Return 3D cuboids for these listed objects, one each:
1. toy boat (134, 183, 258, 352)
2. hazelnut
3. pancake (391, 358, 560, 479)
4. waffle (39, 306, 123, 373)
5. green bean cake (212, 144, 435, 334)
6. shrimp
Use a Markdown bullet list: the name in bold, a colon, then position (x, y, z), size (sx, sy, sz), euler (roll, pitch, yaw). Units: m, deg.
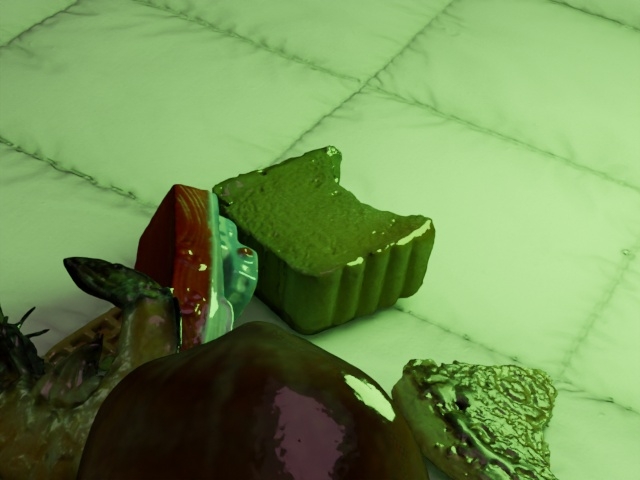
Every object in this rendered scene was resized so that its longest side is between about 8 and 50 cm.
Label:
- **toy boat**: position (-0.141, 0.077, 1.769), size (0.133, 0.145, 0.332), euler (25, 30, -19)
- **hazelnut**: position (-0.058, 0.269, 1.401), size (0.366, 0.366, 0.366), euler (6, 36, -4)
- **pancake**: position (0.212, 0.220, 1.784), size (0.266, 0.057, 0.244), euler (38, 36, 28)
- **waffle**: position (-0.256, 0.146, 1.788), size (0.125, 0.032, 0.191), euler (32, 44, 23)
- **green bean cake**: position (0.000, 0.000, 1.958), size (0.233, 0.124, 0.236), euler (-22, 46, -34)
- **shrimp**: position (-0.302, 0.111, 1.683), size (0.272, 0.085, 0.445), euler (-48, 44, -2)
